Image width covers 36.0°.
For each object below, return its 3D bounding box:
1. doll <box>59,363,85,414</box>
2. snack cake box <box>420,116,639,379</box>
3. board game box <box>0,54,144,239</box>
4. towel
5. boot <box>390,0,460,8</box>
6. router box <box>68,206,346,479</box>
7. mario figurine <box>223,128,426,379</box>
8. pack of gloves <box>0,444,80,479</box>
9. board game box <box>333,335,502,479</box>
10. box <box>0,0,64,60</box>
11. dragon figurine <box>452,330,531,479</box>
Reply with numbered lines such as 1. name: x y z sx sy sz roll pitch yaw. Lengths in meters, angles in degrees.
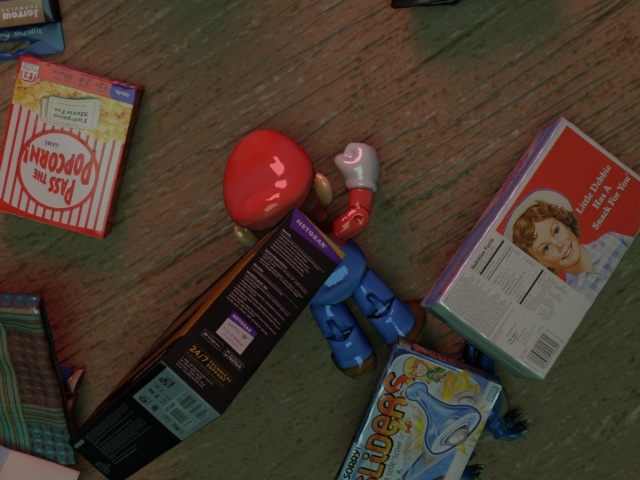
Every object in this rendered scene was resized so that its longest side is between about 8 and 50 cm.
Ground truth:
1. doll: -0.408 0.178 1.279 0.188 0.046 0.129 17 109 0
2. snack cake box: 0.255 0.011 1.146 0.152 0.089 0.264 36 81 -3
3. board game box: -0.311 -0.114 1.213 0.146 0.045 0.194 15 103 -1
4. towel: -0.504 0.176 1.235 0.369 0.040 0.272 1 123 6
5. boot: 0.073 -0.366 1.111 0.338 0.118 0.223 -6 107 9
6. router box: -0.131 0.123 1.083 0.081 0.243 0.309 43 141 -5
7. mario figurine: 0.000 0.000 1.205 0.198 0.170 0.321 -42 111 -26
8. pack of gloves: -0.429 0.316 1.182 0.232 0.195 0.046 26 144 -10
9. board game box: 0.114 0.231 1.179 0.136 0.035 0.201 21 102 -1
10. box: -0.391 -0.330 1.179 0.136 0.036 0.225 -6 103 4
11. dragon figurine: 0.161 0.222 1.238 0.144 0.085 0.289 44 100 -6
